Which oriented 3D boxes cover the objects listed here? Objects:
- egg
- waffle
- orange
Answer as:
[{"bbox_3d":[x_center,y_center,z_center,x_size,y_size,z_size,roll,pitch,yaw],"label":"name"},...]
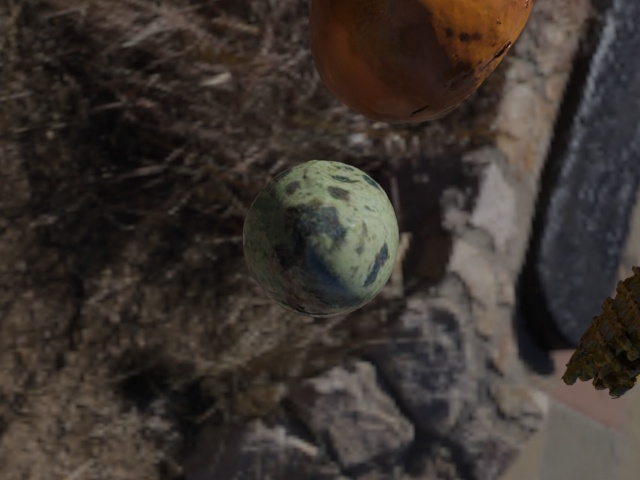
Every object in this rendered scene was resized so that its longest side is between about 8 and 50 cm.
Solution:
[{"bbox_3d":[0.000,0.000,1.325,0.181,0.141,0.141,-76,152,-78],"label":"egg"},{"bbox_3d":[0.368,0.090,1.681,0.070,0.197,0.193,40,46,-3],"label":"waffle"},{"bbox_3d":[0.117,-0.271,1.740,0.226,0.284,0.284,44,48,-6],"label":"orange"}]
